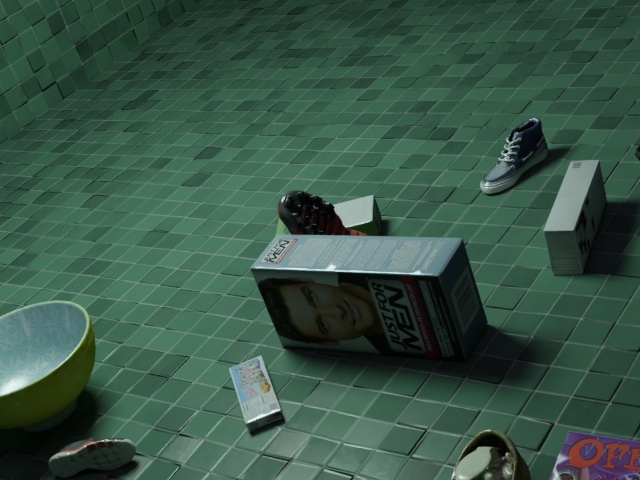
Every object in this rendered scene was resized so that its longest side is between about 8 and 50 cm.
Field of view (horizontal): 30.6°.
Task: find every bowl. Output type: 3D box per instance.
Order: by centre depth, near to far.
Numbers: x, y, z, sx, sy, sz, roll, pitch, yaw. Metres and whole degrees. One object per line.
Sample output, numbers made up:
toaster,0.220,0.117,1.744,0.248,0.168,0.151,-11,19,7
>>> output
bowl,-0.529,0.256,2.155,0.289,0.156,0.289,-15,29,9

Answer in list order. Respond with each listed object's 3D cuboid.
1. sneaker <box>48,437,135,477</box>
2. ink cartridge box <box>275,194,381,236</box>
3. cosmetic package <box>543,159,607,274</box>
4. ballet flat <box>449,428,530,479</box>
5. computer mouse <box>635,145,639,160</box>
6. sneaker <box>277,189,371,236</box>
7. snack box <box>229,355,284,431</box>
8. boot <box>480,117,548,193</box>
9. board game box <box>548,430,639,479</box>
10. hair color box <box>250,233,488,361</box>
sneaker,-0.388,0.356,2.004,0.158,0.061,0.065,-12,23,12
ink cartridge box,0.018,-0.020,2.395,0.209,0.062,0.109,-13,30,12
cosmetic package,0.468,-0.045,2.135,0.060,0.099,0.239,0,35,26
ballet flat,0.193,0.384,1.549,0.123,0.123,0.348,-2,34,28
computer mouse,0.731,-0.187,2.264,0.184,0.060,0.262,-1,22,37
sneaker,0.000,0.001,2.201,0.135,0.276,0.098,-11,54,42
snack box,-0.113,0.263,2.033,0.064,0.022,0.178,-22,29,-3
boot,0.391,-0.176,2.414,0.190,0.086,0.069,-37,34,-29
board game box,0.448,0.357,1.486,0.346,0.056,0.208,3,40,34
hair color box,0.082,0.095,2.035,0.374,0.185,0.113,2,37,33
